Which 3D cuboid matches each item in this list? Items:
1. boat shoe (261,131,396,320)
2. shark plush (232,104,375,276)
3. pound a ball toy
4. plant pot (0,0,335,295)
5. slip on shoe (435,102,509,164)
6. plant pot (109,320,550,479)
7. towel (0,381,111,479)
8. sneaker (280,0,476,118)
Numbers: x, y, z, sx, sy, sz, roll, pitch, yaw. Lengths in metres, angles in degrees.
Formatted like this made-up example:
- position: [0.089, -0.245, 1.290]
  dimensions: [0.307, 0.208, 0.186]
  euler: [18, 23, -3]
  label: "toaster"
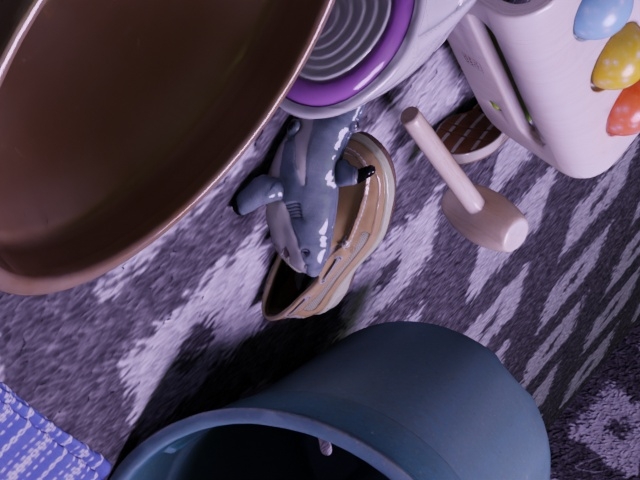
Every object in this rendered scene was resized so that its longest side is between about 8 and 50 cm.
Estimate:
- position: [0.000, 0.000, 1.161]
  dimensions: [0.072, 0.068, 0.190]
  euler: [-24, 149, -35]
  label: "boat shoe"
- position: [0.011, -0.057, 1.065]
  dimensions: [0.161, 0.067, 0.073]
  euler: [-56, 162, 10]
  label: "shark plush"
- position: [0.166, -0.117, 1.159]
  dimensions: [0.208, 0.135, 0.319]
  euler: [-51, 152, -6]
  label: "pound a ball toy"
- position: [-0.097, -0.102, 0.641]
  dimensions: [0.237, 0.109, 0.237]
  euler: [-47, 162, -21]
  label: "plant pot"
- position: [0.137, -0.092, 1.352]
  dimensions: [0.135, 0.051, 0.041]
  euler: [-44, 155, -48]
  label: "slip on shoe"
- position: [0.032, 0.238, 1.310]
  dimensions: [0.341, 0.341, 0.334]
  euler: [-62, 169, 26]
  label: "plant pot"
- position: [-0.256, 0.187, 0.927]
  dimensions: [0.243, 0.040, 0.336]
  euler: [-48, 160, -10]
  label: "towel"
- position: [0.066, -0.198, 0.921]
  dimensions: [0.305, 0.114, 0.152]
  euler: [-48, 176, -2]
  label: "sneaker"
